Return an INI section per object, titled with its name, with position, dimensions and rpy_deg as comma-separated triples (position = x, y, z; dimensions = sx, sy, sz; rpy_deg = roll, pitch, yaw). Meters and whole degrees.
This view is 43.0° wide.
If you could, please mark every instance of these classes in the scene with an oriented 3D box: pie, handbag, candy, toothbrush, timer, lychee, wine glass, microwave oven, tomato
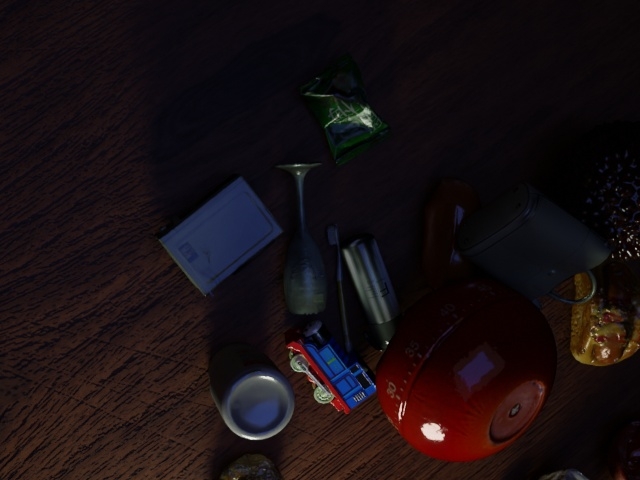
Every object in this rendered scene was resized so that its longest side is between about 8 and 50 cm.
[pie]
position = -0.151, 0.541, 1.695
dimensions = 0.163, 0.079, 0.194
rpy_deg = 26, 87, -7
[handbag]
position = 0.448, 0.026, 1.658
dimensions = 0.315, 0.241, 0.109
rpy_deg = 32, 42, -27
[candy]
position = 0.052, -0.271, 1.688
dimensions = 0.141, 0.078, 0.203
rpy_deg = -28, 113, 0
[toothbrush]
position = 0.042, 0.108, 1.741
dimensions = 0.024, 0.021, 0.288
rpy_deg = -8, 96, -3
[timer]
position = 0.299, 0.263, 1.641
dimensions = 0.377, 0.279, 0.378
rpy_deg = -23, 134, -26
[lychee]
position = 0.640, -0.108, 1.736
dimensions = 0.330, 0.306, 0.306
rpy_deg = -8, 98, -54
[wine glass]
position = 0.000, 0.000, 1.596
dimensions = 0.096, 0.264, 0.310
rpy_deg = -6, 96, -26
[microwave oven]
position = -0.203, -0.015, 1.611
dimensions = 0.205, 0.129, 0.163
rpy_deg = -38, 105, -9
[tomato]
position = 0.779, 0.542, 1.911
dimensions = 0.200, 0.140, 0.233
rpy_deg = -26, 66, -19

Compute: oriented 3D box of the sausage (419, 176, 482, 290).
[sausage]
position = 0.283, -0.005, 1.742
dimensions = 0.133, 0.133, 0.259
rpy_deg = 5, 93, -15

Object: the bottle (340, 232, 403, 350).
[bottle]
position = 0.110, 0.113, 1.730
dimensions = 0.096, 0.079, 0.254
rpy_deg = -21, 100, -2

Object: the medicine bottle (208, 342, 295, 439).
[medicine bottle]
position = -0.144, 0.285, 1.587
dimensions = 0.144, 0.252, 0.145
rpy_deg = -2, 96, -18

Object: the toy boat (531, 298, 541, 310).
[toy boat]
position = 0.443, 0.065, 1.806
dimensions = 0.103, 0.093, 0.246
rpy_deg = 5, 93, -8

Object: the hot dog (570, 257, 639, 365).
[hot dog]
position = 0.656, 0.166, 1.839
dimensions = 0.150, 0.153, 0.257
rpy_deg = 2, 94, -15

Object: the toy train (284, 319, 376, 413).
[toy train]
position = 0.019, 0.259, 1.706
dimensions = 0.131, 0.083, 0.204
rpy_deg = -35, 104, 5

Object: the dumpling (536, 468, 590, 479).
[dumpling]
position = 0.543, 0.618, 1.858
dimensions = 0.172, 0.142, 0.247
rpy_deg = 27, 117, -15
